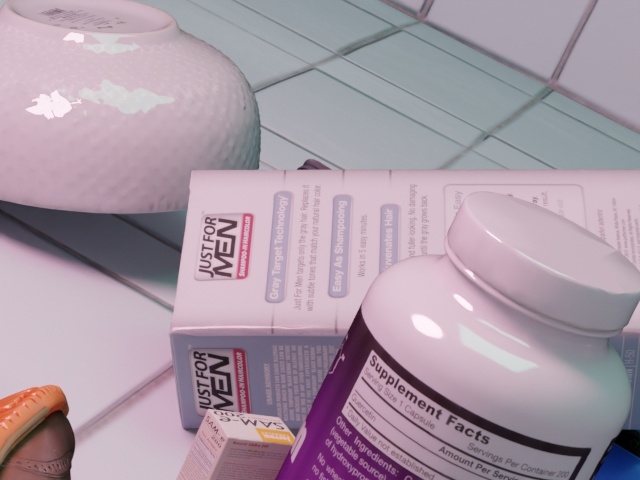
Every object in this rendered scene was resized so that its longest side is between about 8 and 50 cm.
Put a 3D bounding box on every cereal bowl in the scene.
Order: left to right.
[{"bbox_3d":[-0.216,-0.141,1.741,0.338,0.141,0.339,7,19,-2],"label":"cereal bowl"}]

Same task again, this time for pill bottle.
[{"bbox_3d":[0.078,0.138,1.207,0.181,0.323,0.181,23,18,-8],"label":"pill bottle"}]

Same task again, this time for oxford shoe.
[{"bbox_3d":[-0.204,0.179,1.117,0.133,0.130,0.364,63,8,-5],"label":"oxford shoe"}]

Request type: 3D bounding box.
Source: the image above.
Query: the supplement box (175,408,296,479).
[{"bbox_3d":[-0.064,0.168,1.299,0.062,0.098,0.036,11,23,-37],"label":"supplement box"}]

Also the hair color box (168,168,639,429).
[{"bbox_3d":[0.079,0.044,1.483,0.374,0.114,0.185,0,43,3],"label":"hair color box"}]

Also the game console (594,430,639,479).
[{"bbox_3d":[0.264,0.245,1.512,0.293,0.250,0.173,31,-24,16],"label":"game console"}]

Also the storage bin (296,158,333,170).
[{"bbox_3d":[0.000,0.000,1.871,0.135,0.098,0.091,35,48,26],"label":"storage bin"}]
